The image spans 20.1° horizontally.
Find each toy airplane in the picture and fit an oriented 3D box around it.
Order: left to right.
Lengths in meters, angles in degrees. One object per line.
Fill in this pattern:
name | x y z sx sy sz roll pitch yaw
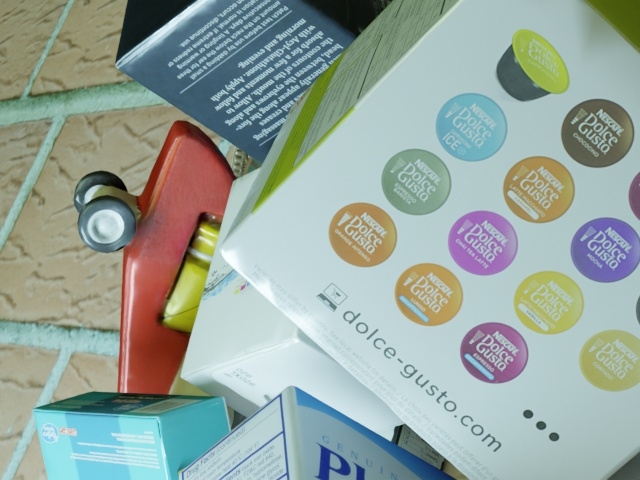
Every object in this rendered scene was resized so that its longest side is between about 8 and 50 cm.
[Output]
toy airplane | -0.128 0.114 1.952 0.384 0.273 0.386 106 161 -58

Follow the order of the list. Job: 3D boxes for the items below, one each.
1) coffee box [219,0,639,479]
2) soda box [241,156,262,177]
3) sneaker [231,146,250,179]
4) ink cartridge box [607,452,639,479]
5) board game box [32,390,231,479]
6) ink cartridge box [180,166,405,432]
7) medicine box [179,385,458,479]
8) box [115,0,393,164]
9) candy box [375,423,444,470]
coffee box | 0.175 -0.052 1.438 0.334 0.338 0.338 -45 9 22
soda box | -0.064 -0.067 2.103 0.063 0.058 0.183 -75 8 -52
sneaker | -0.044 -0.174 2.220 0.153 0.099 0.282 -139 67 -76
ink cartridge box | 0.227 0.234 1.445 0.231 0.078 0.134 -42 32 26
board game box | -0.157 0.318 1.748 0.254 0.079 0.336 -4 99 55
ink cartridge box | 0.005 0.052 1.710 0.168 0.171 0.232 -23 44 44
medicine box | 0.033 0.309 1.476 0.149 0.263 0.289 -40 34 27
box | 0.018 -0.230 1.871 0.212 0.395 0.293 -31 40 36
candy box | 0.055 0.177 1.762 0.159 0.071 0.233 -15 49 49
